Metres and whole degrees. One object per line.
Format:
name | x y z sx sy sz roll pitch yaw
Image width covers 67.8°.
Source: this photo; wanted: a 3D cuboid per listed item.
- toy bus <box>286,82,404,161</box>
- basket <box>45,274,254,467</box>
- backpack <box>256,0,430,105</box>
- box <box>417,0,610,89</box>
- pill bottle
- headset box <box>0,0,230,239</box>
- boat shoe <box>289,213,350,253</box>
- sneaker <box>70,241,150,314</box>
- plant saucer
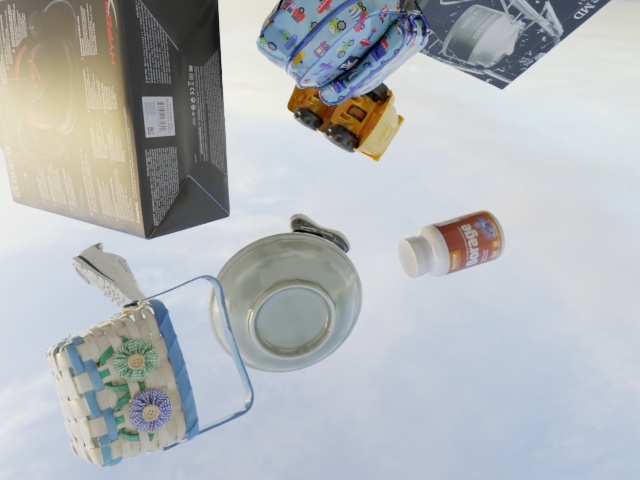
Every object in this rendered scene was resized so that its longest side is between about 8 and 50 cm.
toy bus | 0.070 -0.270 1.039 0.220 0.149 0.211 35 -171 26
basket | -0.254 0.212 0.765 0.201 0.255 0.289 -19 180 44
backpack | 0.023 -0.227 0.523 0.117 0.158 0.173 56 -147 -3
box | 0.417 -0.690 1.156 0.472 0.480 0.297 15 -112 -16
pill bottle | 0.292 0.013 1.076 0.216 0.121 0.121 -16 -146 -13
headset box | -0.242 -0.139 0.511 0.293 0.218 0.110 11 -160 33
boat shoe | 0.000 0.000 1.398 0.219 0.078 0.070 26 -148 -28
sneaker | -0.499 0.090 1.175 0.235 0.090 0.095 37 -134 8
plant saucer | -0.075 0.181 1.183 0.400 0.400 0.100 -2 -158 -13
